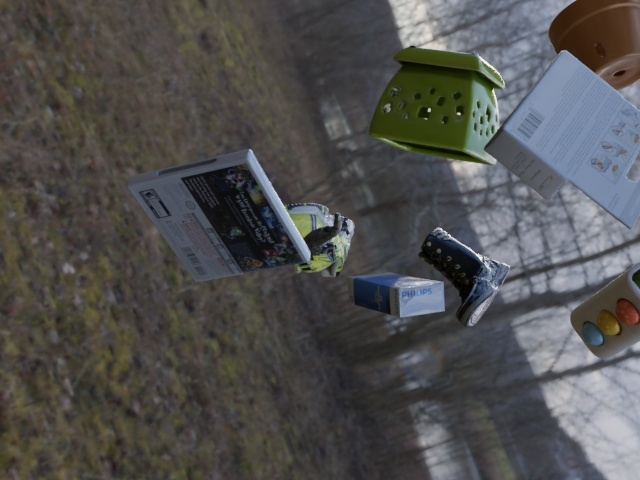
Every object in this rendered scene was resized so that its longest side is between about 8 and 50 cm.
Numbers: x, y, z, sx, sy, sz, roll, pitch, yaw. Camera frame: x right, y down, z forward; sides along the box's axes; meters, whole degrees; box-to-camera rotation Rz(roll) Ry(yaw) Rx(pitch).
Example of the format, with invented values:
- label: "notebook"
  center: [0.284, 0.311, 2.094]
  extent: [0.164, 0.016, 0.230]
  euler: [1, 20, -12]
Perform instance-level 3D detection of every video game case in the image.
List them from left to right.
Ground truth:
- label: "video game case"
  center: [-0.127, -0.026, 1.184]
  extent: [0.022, 0.173, 0.190]
  euler: [-79, 150, -43]

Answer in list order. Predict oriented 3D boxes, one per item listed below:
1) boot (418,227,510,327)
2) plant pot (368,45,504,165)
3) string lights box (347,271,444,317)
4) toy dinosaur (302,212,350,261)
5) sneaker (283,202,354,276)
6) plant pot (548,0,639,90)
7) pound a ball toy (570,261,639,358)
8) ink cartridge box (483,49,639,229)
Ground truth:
- label: "boot"
  center: [0.267, 0.071, 1.855]
  extent: [0.178, 0.085, 0.236]
  euler: [33, 33, 12]
- label: "plant pot"
  center: [0.261, -0.289, 1.979]
  extent: [0.228, 0.227, 0.207]
  euler: [6, 96, -63]
- label: "string lights box"
  center: [0.188, 0.133, 2.352]
  extent: [0.260, 0.133, 0.077]
  euler: [9, -77, 64]
- label: "toy dinosaur"
  center: [0.000, 0.000, 1.961]
  extent: [0.118, 0.268, 0.064]
  euler: [-10, 74, -41]
- label: "sneaker"
  center: [-0.032, -0.001, 2.191]
  extent: [0.385, 0.145, 0.147]
  euler: [16, 75, -56]
- label: "plant pot"
  center: [0.827, -0.559, 2.667]
  extent: [0.291, 0.291, 0.203]
  euler: [55, 20, -67]
- label: "pound a ball toy"
  center: [0.634, 0.165, 1.816]
  extent: [0.208, 0.136, 0.319]
  euler: [56, -18, 12]
- label: "ink cartridge box"
  center: [0.412, -0.151, 1.446]
  extent: [0.239, 0.060, 0.275]
  euler: [40, 49, 3]
